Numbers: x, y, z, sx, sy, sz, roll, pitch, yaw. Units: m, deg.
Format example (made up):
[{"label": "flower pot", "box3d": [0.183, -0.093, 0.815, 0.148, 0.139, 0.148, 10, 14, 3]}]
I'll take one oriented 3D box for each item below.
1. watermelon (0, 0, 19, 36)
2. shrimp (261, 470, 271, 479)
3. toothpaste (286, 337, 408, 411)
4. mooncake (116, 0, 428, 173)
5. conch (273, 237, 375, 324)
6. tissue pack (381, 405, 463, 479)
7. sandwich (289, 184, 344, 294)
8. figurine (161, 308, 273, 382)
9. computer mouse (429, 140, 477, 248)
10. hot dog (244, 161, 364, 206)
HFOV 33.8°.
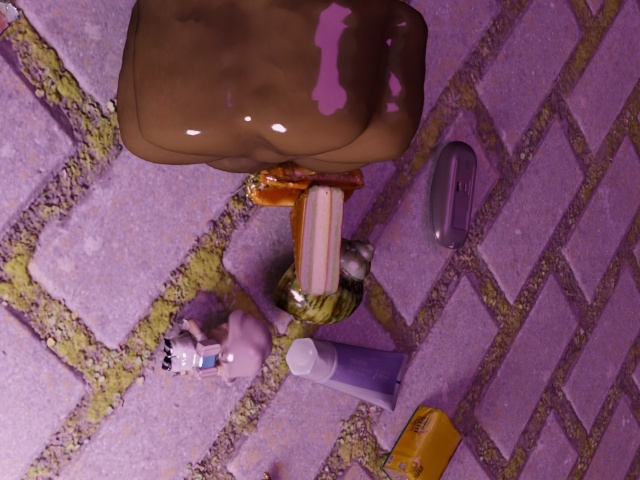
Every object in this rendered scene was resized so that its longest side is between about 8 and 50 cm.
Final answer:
[{"label": "watermelon", "box3d": [-0.501, -0.280, 1.409, 0.187, 0.071, 0.139, 3, 101, -55]}, {"label": "shrimp", "box3d": [-0.087, 0.486, 1.981, 0.091, 0.025, 0.127, -21, 115, -43]}, {"label": "toothpaste", "box3d": [0.071, 0.260, 2.085, 0.371, 0.080, 0.125, 22, 79, -51]}, {"label": "mooncake", "box3d": [-0.072, -0.240, 1.595, 0.467, 0.467, 0.262, 5, 87, -47]}, {"label": "conch", "box3d": [0.017, 0.071, 1.949, 0.182, 0.124, 0.187, -66, 152, -5]}, {"label": "tissue pack", "box3d": [0.222, 0.457, 2.261, 0.169, 0.082, 0.120, -54, 129, -26]}, {"label": "sandwich", "box3d": [0.000, 0.000, 1.846, 0.079, 0.113, 0.163, 3, 60, -16]}, {"label": "figurine", "box3d": [-0.164, 0.184, 1.802, 0.229, 0.112, 0.137, -3, 103, -36]}, {"label": "computer mouse", "box3d": [0.285, -0.098, 2.264, 0.120, 0.057, 0.232, 9, 87, -47]}, {"label": "hot dog", "box3d": [-0.026, -0.108, 1.901, 0.269, 0.115, 0.072, 1, 65, -48]}]
